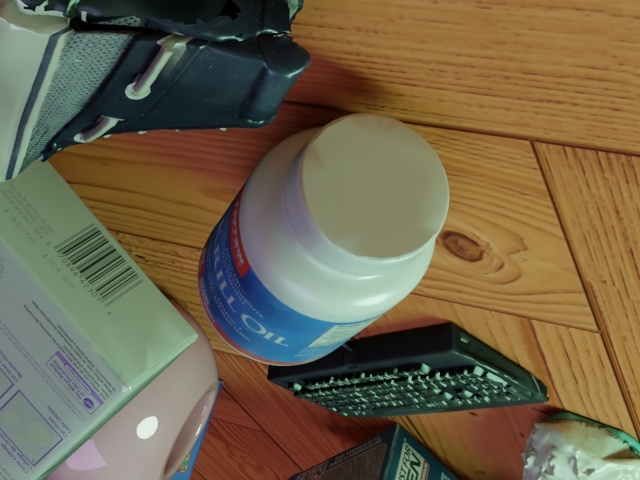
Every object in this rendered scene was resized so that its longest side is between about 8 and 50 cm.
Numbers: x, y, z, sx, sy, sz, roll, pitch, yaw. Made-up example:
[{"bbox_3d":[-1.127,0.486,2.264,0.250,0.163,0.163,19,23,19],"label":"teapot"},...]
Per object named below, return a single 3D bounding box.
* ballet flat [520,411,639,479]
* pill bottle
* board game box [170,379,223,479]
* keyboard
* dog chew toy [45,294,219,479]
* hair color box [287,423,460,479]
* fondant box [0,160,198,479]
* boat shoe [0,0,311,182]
[{"bbox_3d":[0.267,0.302,1.254,0.147,0.147,0.409,12,154,26],"label":"ballet flat"},{"bbox_3d":[0.000,0.000,0.846,0.124,0.124,0.221,26,157,-7],"label":"pill bottle"},{"bbox_3d":[-0.305,0.198,1.406,0.347,0.233,0.078,25,157,-15],"label":"board game box"},{"bbox_3d":[0.039,0.112,1.182,0.202,0.033,0.317,33,155,-21],"label":"keyboard"},{"bbox_3d":[-0.267,0.105,1.258,0.332,0.206,0.206,27,158,9],"label":"dog chew toy"},{"bbox_3d":[0.127,0.364,1.413,0.174,0.105,0.347,-33,112,34],"label":"hair color box"},{"bbox_3d":[-0.284,0.086,1.082,0.238,0.096,0.330,49,128,1],"label":"fondant box"},{"bbox_3d":[-0.111,-0.093,0.757,0.158,0.127,0.340,14,169,-15],"label":"boat shoe"}]
